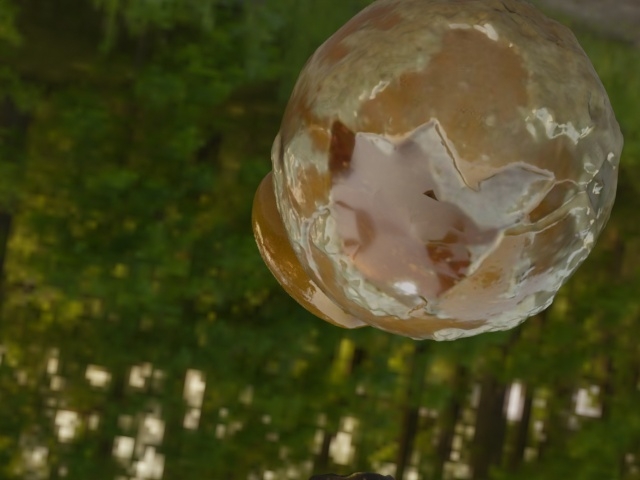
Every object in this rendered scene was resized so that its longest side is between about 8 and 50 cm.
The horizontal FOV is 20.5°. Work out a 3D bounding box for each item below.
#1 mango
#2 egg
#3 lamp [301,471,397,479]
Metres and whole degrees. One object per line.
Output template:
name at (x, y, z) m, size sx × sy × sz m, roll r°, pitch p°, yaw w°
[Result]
mango at (0.000, 0.000, 1.544) m, size 0.184 × 0.102 × 0.085 m, roll 50°, pitch 165°, yaw 29°
egg at (0.067, -0.039, 0.986) m, size 0.195 × 0.195 × 0.233 m, roll 10°, pitch 148°, yaw -18°
lamp at (0.018, 0.298, 1.318) m, size 0.305 × 0.239 × 0.305 m, roll -5°, pitch 155°, yaw -2°
